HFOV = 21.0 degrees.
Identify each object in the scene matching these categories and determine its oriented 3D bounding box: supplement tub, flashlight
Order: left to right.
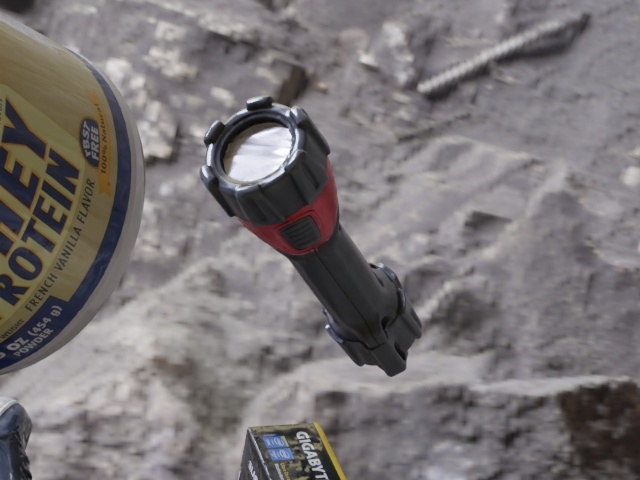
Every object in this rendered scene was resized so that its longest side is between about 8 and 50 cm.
[{"bbox_3d":[-0.274,-0.055,1.000,0.228,0.316,0.228,-9,72,27],"label":"supplement tub"},{"bbox_3d":[0.000,0.000,1.476,0.103,0.304,0.103,18,69,32],"label":"flashlight"}]

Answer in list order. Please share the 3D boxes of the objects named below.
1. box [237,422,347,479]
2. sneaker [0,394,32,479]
[{"bbox_3d":[-0.009,0.356,1.516,0.322,0.079,0.257,-120,33,-54],"label":"box"},{"bbox_3d":[-0.186,0.204,1.157,0.163,0.226,0.086,15,125,0],"label":"sneaker"}]
